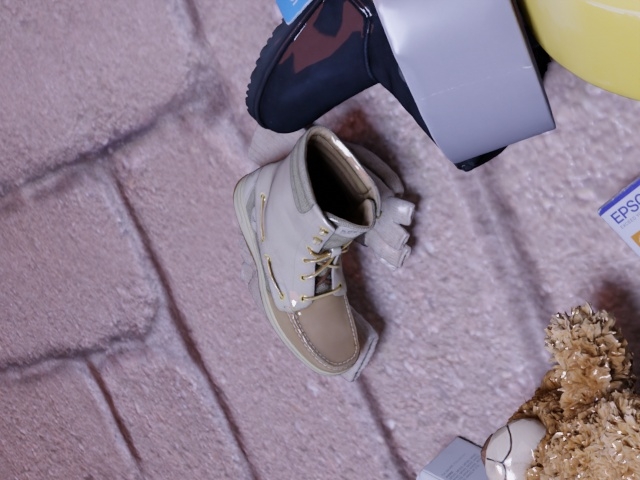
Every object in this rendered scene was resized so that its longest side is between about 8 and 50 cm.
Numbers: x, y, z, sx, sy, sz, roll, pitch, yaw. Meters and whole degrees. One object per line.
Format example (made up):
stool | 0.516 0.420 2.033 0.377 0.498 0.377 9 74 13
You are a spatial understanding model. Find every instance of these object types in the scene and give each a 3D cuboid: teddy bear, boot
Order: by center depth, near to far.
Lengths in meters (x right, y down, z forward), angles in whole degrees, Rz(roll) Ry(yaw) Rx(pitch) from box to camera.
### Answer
teddy bear | 0.219 0.178 0.752 0.338 0.113 0.245 -146 44 -67
boot | 0.058 -0.127 0.851 0.207 0.094 0.246 49 130 16
boot | 0.004 0.015 0.908 0.165 0.077 0.213 -29 83 60

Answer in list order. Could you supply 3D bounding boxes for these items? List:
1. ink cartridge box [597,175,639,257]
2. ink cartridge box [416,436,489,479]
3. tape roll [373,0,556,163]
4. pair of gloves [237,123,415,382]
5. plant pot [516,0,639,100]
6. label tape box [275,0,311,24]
ink cartridge box | 0.344 0.001 0.695 0.224 0.045 0.223 52 136 7
ink cartridge box | 0.182 0.289 0.980 0.175 0.072 0.127 23 126 32
tape roll | 0.084 -0.163 0.650 0.072 0.219 0.219 -18 100 16
pair of gloves | 0.000 0.000 1.012 0.204 0.042 0.240 34 128 27
plant pot | 0.200 -0.234 0.490 0.254 0.254 0.239 21 158 33
label tape box | -0.019 -0.364 0.729 0.348 0.115 0.249 -43 66 41
